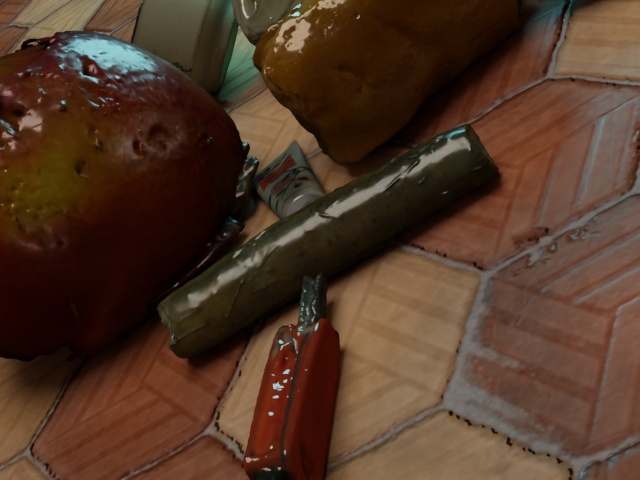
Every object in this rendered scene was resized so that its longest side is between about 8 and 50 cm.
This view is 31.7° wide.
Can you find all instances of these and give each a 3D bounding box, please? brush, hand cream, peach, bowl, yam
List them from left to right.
[{"bbox_3d":[-0.281,-0.061,1.300,0.417,0.353,0.339,-13,22,-39],"label":"peach"},{"bbox_3d":[-0.189,-0.288,1.601,0.126,0.237,0.237,15,42,-2],"label":"bowl"},{"bbox_3d":[-0.032,-0.058,1.261,0.080,0.050,0.234,-40,24,2],"label":"hand cream"},{"bbox_3d":[-0.017,0.130,0.956,0.051,0.070,0.323,-19,33,20],"label":"brush"},{"bbox_3d":[0.000,0.000,1.115,0.372,0.083,0.083,-31,31,7],"label":"yam"}]

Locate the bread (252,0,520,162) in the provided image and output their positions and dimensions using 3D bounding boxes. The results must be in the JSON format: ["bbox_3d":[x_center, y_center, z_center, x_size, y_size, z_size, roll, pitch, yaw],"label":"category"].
[{"bbox_3d":[0.090,-0.247,1.253,0.344,0.195,0.149,-44,25,-8],"label":"bread"}]

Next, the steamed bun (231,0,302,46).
[{"bbox_3d":[-0.003,-0.356,1.481,0.268,0.207,0.280,-32,32,7],"label":"steamed bun"}]
